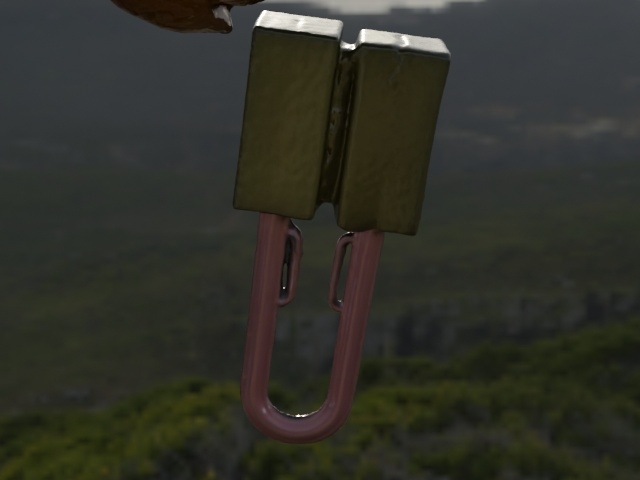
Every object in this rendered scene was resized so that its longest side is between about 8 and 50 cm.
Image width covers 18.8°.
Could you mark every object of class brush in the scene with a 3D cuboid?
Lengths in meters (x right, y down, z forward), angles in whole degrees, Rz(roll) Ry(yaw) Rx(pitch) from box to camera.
[{"bbox_3d":[0.000,0.000,1.037,0.103,0.233,0.047,8,17,-2],"label":"brush"}]

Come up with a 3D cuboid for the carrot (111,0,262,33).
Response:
[{"bbox_3d":[0.003,-0.206,0.864,0.196,0.196,0.254,-3,-2,-40],"label":"carrot"}]
